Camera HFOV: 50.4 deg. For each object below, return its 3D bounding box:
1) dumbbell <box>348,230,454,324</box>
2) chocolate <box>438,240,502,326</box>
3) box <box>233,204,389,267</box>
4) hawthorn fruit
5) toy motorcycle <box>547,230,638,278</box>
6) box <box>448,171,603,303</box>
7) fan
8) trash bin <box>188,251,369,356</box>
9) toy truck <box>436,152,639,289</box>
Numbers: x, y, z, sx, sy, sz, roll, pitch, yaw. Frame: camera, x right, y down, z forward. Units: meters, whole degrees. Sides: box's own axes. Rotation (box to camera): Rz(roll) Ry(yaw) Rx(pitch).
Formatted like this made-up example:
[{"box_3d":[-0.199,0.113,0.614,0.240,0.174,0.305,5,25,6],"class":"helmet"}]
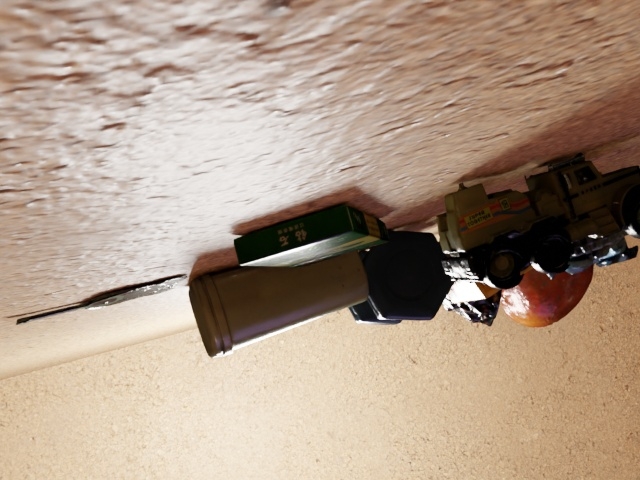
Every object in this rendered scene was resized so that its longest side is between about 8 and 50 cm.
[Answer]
[{"box_3d":[0.123,0.074,1.194,0.156,0.143,0.316,-58,-179,-10],"class":"dumbbell"},{"box_3d":[0.279,0.053,1.403,0.177,0.206,0.224,7,-145,6],"class":"chocolate"},{"box_3d":[0.000,0.000,0.812,0.132,0.034,0.235,-17,174,13],"class":"box"},{"box_3d":[0.555,0.052,1.677,0.307,0.276,0.276,-37,168,12],"class":"hawthorn fruit"},{"box_3d":[0.514,0.000,1.397,0.232,0.172,0.416,-25,179,23],"class":"toy motorcycle"},{"box_3d":[0.335,0.001,1.124,0.274,0.076,0.174,-31,177,-9],"class":"box"},{"box_3d":[-0.301,0.085,0.941,0.226,0.008,0.152,-13,174,-26],"class":"fan"},{"box_3d":[-0.072,0.091,1.067,0.247,0.121,0.243,-16,173,-16],"class":"trash bin"},{"box_3d":[0.271,-0.030,0.815,0.257,0.127,0.127,-15,180,-9],"class":"toy truck"}]
